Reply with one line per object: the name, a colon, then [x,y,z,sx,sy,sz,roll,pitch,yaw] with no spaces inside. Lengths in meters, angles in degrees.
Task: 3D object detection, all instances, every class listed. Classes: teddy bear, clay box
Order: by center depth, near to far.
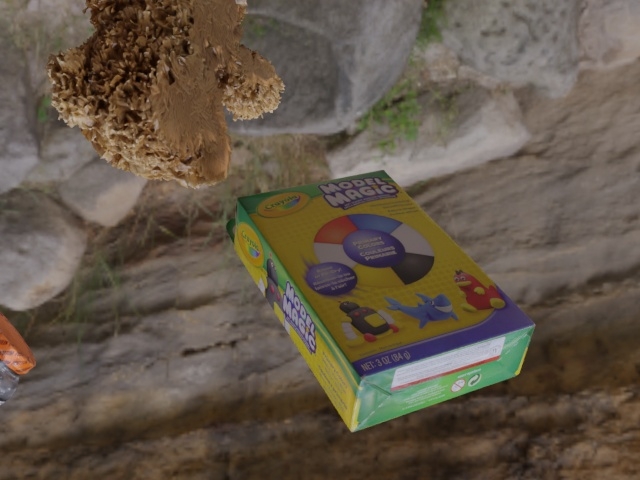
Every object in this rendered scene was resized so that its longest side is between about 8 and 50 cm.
clay box: [0.027,0.020,0.549,0.127,0.222,0.053,-13,131,-24]
teddy bear: [-0.128,-0.202,0.679,0.113,0.338,0.245,-7,167,32]

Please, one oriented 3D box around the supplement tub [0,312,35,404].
supplement tub: [-0.424,0.161,0.874,0.190,0.117,0.117,-38,169,-12]
